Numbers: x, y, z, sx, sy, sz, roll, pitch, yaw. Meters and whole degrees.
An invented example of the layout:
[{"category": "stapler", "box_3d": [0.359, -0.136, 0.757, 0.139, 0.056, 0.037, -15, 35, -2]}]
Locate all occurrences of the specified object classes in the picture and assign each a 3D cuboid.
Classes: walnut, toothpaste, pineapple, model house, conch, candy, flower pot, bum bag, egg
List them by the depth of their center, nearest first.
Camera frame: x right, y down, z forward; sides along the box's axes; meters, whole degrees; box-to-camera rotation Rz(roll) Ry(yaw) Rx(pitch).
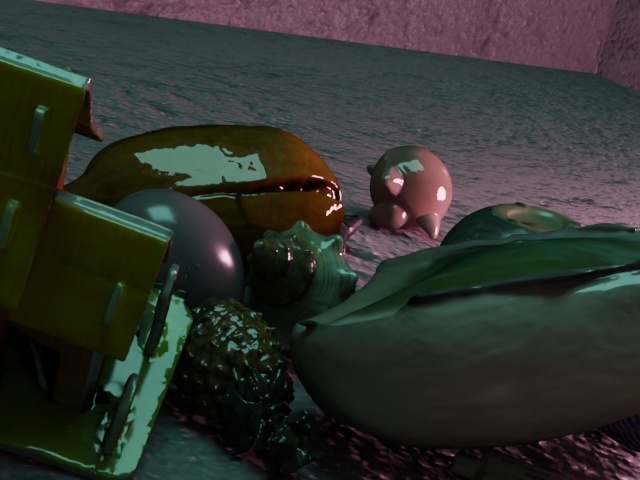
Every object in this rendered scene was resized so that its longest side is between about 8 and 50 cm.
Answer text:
[{"category": "model house", "box_3d": [-0.249, 0.025, 1.078, 0.300, 0.324, 0.340, 19, 45, -1]}, {"category": "pineapple", "box_3d": [-0.061, 0.133, 1.284, 0.108, 0.108, 0.198, 2, 30, -35]}, {"category": "toothpaste", "box_3d": [0.219, 0.226, 1.291, 0.218, 0.041, 0.064, 17, 11, 1]}, {"category": "candy", "box_3d": [0.203, 0.085, 1.334, 0.426, 0.186, 0.386, -13, 2, 22]}, {"category": "egg", "box_3d": [-0.147, 0.032, 1.393, 0.146, 0.146, 0.199, 20, -23, 20]}, {"category": "conch", "box_3d": [-0.029, 0.065, 1.480, 0.137, 0.234, 0.114, -4, 50, 0]}, {"category": "walnut", "box_3d": [-0.131, -0.027, 1.567, 0.336, 0.209, 0.209, 4, 19, -27]}, {"category": "flower pot", "box_3d": [0.227, 0.045, 1.685, 0.189, 0.157, 0.243, 20, 16, 28]}, {"category": "bum bag", "box_3d": [0.000, 0.000, 1.852, 0.087, 0.049, 0.198, -8, 12, 14]}]

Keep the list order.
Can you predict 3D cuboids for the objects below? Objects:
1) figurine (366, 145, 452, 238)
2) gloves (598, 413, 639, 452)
[{"category": "figurine", "box_3d": [0.124, -0.071, 2.069, 0.125, 0.125, 0.138, 13, 29, -2]}, {"category": "gloves", "box_3d": [0.314, 0.158, 1.489, 0.119, 0.097, 0.229, 9, 10, -27]}]
